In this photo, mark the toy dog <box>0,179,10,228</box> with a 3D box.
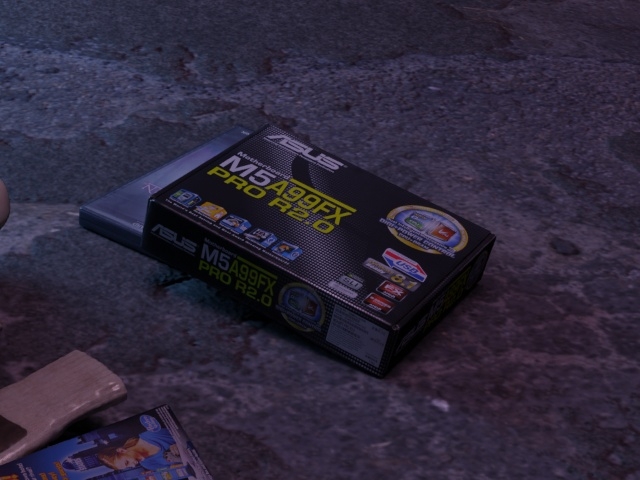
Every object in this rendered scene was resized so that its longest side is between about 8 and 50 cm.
[{"bbox_3d":[-0.446,-0.026,1.133,0.395,0.285,0.408,-18,24,-13],"label":"toy dog"}]

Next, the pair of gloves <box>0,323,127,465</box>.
[{"bbox_3d":[-0.297,0.129,1.168,0.240,0.042,0.204,20,36,32],"label":"pair of gloves"}]

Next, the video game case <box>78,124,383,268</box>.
[{"bbox_3d":[-0.086,-0.040,1.537,0.196,0.026,0.274,22,32,25],"label":"video game case"}]

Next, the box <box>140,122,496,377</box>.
[{"bbox_3d":[0.000,0.000,1.410,0.270,0.060,0.216,28,35,19],"label":"box"}]

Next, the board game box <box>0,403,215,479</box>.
[{"bbox_3d":[-0.164,0.207,1.039,0.194,0.060,0.194,-9,33,-24],"label":"board game box"}]
